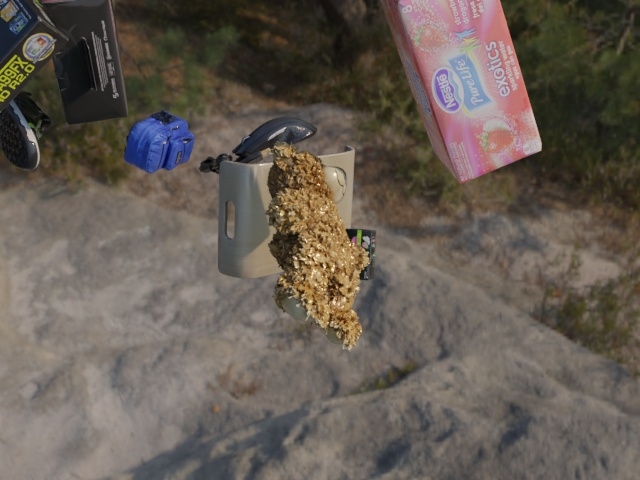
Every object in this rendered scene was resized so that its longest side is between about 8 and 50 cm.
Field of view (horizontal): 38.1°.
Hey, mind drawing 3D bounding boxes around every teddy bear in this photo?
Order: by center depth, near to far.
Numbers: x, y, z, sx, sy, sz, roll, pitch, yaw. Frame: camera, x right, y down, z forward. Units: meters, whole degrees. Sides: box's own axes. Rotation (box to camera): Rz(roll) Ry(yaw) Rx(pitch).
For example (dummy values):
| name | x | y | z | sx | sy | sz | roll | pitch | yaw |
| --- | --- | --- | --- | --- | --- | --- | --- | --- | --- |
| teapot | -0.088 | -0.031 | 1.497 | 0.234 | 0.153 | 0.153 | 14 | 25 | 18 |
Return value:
| name | x | y | z | sx | sy | sz | roll | pitch | yaw |
| --- | --- | --- | --- | --- | --- | --- | --- | --- | --- |
| teddy bear | 0.000 | 0.000 | 1.383 | 0.113 | 0.245 | 0.338 | -30 | 32 | 26 |

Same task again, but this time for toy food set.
| name | x | y | z | sx | sy | sz | roll | pitch | yaw |
| --- | --- | --- | --- | --- | --- | --- | --- | --- | --- |
| toy food set | -0.060 | -0.062 | 1.786 | 0.306 | 0.220 | 0.092 | -12 | 24 | -39 |

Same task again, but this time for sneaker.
| name | x | y | z | sx | sy | sz | roll | pitch | yaw |
| --- | --- | --- | --- | --- | --- | --- | --- | --- | --- |
| sneaker | -0.519 | -0.211 | 1.644 | 0.097 | 0.084 | 0.235 | -2 | 41 | -37 |

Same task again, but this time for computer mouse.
| name | x | y | z | sx | sy | sz | roll | pitch | yaw |
| --- | --- | --- | --- | --- | --- | --- | --- | --- | --- |
| computer mouse | -0.118 | -0.201 | 1.877 | 0.262 | 0.060 | 0.184 | -22 | 13 | -15 |

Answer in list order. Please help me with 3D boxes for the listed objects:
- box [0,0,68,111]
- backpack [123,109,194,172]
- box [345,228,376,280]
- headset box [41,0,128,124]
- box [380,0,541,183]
| name | x | y | z | sx | sy | sz | roll | pitch | yaw |
| --- | --- | --- | --- | --- | --- | --- | --- | --- | --- |
| box | -0.484 | -0.281 | 1.248 | 0.216 | 0.060 | 0.270 | -43 | 60 | 7 |
| backpack | -0.300 | -0.180 | 1.724 | 0.101 | 0.098 | 0.120 | 25 | 27 | 19 |
| box | 0.058 | 0.022 | 1.542 | 0.062 | 0.083 | 0.052 | 3 | 2 | 12 |
| headset box | -0.404 | -0.349 | 1.595 | 0.110 | 0.218 | 0.293 | -9 | 34 | -10 |
| box | 0.208 | -0.260 | 1.391 | 0.142 | 0.300 | 0.154 | -23 | 27 | 1 |
